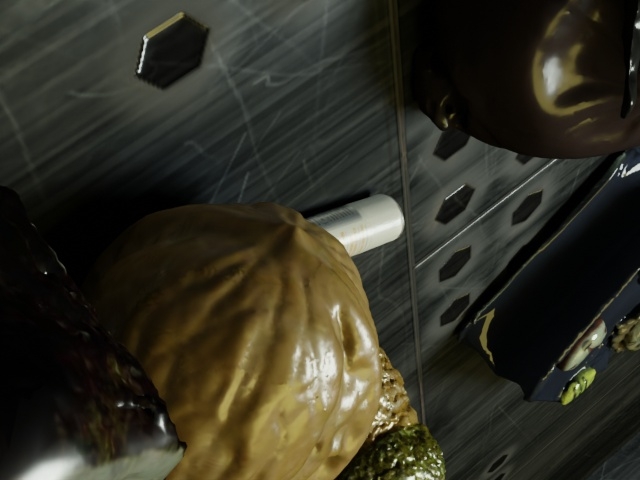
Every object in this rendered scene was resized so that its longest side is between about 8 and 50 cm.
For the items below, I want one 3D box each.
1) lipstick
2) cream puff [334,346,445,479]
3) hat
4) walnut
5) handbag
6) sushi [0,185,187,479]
[{"bbox_3d":[0.000,0.000,0.727,0.141,0.040,0.040,-19,143,-37],"label":"lipstick"},{"bbox_3d":[0.037,0.209,0.917,0.183,0.169,0.183,-31,150,-20],"label":"cream puff"},{"bbox_3d":[0.237,-0.168,0.640,0.336,0.209,0.238,-45,149,-1],"label":"hat"},{"bbox_3d":[-0.060,0.072,0.591,0.213,0.213,0.213,-32,149,-22],"label":"walnut"},{"bbox_3d":[0.345,0.063,1.181,0.303,0.122,0.329,-49,153,8],"label":"handbag"},{"bbox_3d":[-0.231,0.126,0.437,0.348,0.207,0.234,-39,163,1],"label":"sushi"}]
